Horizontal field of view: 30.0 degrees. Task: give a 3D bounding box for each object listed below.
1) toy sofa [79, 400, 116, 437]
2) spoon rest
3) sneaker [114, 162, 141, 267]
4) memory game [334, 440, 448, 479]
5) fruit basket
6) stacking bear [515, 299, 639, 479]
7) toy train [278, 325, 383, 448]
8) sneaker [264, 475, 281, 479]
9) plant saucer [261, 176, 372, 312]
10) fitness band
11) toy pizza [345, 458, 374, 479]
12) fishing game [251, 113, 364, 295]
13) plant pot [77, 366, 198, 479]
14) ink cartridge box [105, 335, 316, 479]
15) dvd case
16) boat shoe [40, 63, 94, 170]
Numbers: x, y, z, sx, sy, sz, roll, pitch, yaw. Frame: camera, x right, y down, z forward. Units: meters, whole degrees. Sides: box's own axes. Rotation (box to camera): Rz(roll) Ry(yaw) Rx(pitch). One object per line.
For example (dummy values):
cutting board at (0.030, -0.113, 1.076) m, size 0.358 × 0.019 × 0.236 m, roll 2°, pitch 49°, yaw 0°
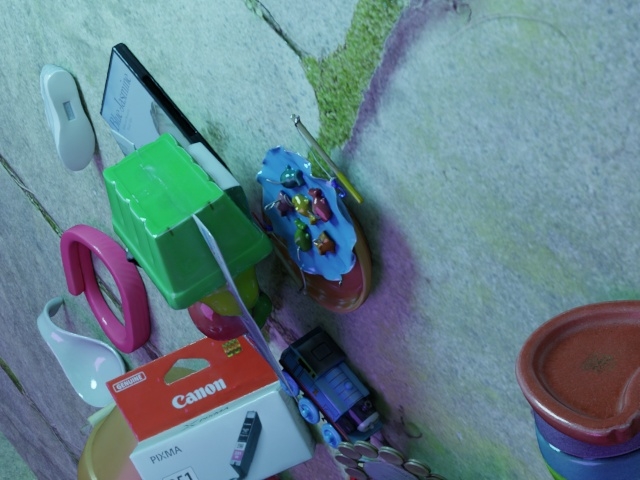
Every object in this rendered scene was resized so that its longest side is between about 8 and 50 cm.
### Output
toy sofa at (-0.310, 0.467, 2.371) m, size 0.362 × 0.150 × 0.177 m, roll 57°, pitch 153°, yaw 0°
spoon rest at (-0.499, 0.229, 2.469) m, size 0.276 × 0.084 × 0.137 m, roll 44°, pitch 112°, yaw 25°
sneaker at (-0.272, -0.017, 1.870) m, size 0.234 × 0.106 × 0.078 m, roll 53°, pitch 150°, yaw 7°
memory game at (0.104, 0.326, 1.658) m, size 0.186 × 0.012 × 0.186 m, roll 21°, pitch 152°, yaw 12°
fruit basket at (-0.144, 0.031, 1.644) m, size 0.327 × 0.165 × 0.353 m, roll 45°, pitch 171°, yaw 47°
stacking bear at (0.306, 0.216, 1.179) m, size 0.164 × 0.175 × 0.289 m, roll 16°, pitch 139°, yaw 48°
toy train at (0.014, 0.215, 1.698) m, size 0.184 × 0.080 × 0.105 m, roll 49°, pitch 145°, yaw 14°
sneaker at (-0.030, 0.513, 2.060) m, size 0.136 × 0.116 × 0.314 m, roll -10°, pitch 117°, yaw 49°
plant saucer at (0.000, 0.000, 1.543) m, size 0.200 × 0.037 × 0.200 m, roll 38°, pitch 146°, yaw 32°
fitness band at (-0.399, 0.088, 2.235) m, size 0.209 × 0.054 × 0.291 m, roll 36°, pitch 146°, yaw 28°
toy pizza at (0.101, 0.419, 1.814) m, size 0.201 × 0.032 × 0.201 m, roll 37°, pitch 146°, yaw 31°
fishing game at (-0.025, -0.026, 1.476) m, size 0.189 × 0.041 × 0.264 m, roll 55°, pitch 152°, yaw 10°
plant pot at (-0.264, 0.359, 2.089) m, size 0.291 × 0.291 × 0.203 m, roll 42°, pitch 132°, yaw 26°
ink cartridge box at (-0.180, 0.285, 1.898) m, size 0.239 × 0.275 × 0.060 m, roll 62°, pitch -168°, yaw -11°
dvd case at (-0.238, -0.150, 1.771) m, size 0.253 × 0.022 × 0.180 m, roll 50°, pitch 151°, yaw 13°
boat shoe at (-0.422, -0.203, 1.964) m, size 0.063 × 0.066 × 0.184 m, roll 43°, pitch 154°, yaw 51°
